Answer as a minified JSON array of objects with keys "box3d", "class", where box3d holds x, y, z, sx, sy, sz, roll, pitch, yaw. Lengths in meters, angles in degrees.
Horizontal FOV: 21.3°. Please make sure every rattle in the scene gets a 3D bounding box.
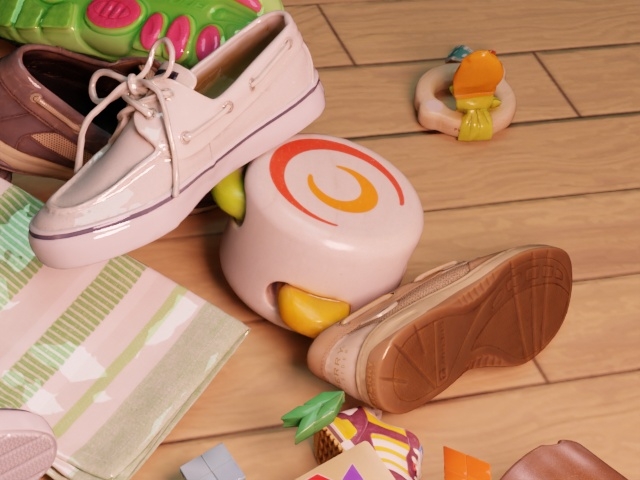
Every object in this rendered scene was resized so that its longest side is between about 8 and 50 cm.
[{"box3d":[0.184,-0.223,2.059,0.130,0.142,0.199,5,42,23],"class":"rattle"}]

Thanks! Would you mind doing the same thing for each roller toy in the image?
[{"box3d":[0.000,0.000,1.733,0.191,0.146,0.209,-17,51,-40],"class":"roller toy"}]

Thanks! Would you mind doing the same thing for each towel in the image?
[{"box3d":[-0.265,0.079,1.600,0.325,0.038,0.248,31,52,10],"class":"towel"}]

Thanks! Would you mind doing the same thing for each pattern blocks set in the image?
[{"box3d":[0.026,0.272,1.440,0.285,0.026,0.324,-21,52,-7],"class":"pattern blocks set"}]

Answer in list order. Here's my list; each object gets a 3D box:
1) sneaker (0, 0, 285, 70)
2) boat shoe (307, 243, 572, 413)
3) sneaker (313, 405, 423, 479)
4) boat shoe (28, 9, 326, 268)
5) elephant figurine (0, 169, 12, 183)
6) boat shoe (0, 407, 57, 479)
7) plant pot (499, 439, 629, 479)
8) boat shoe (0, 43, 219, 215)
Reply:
[{"box3d":[-0.215,-0.231,1.964,0.483,0.202,0.185,25,68,40],"class":"sneaker"},{"box3d":[0.129,0.072,1.695,0.110,0.121,0.341,13,21,40],"class":"boat shoe"},{"box3d":[0.071,0.217,1.547,0.084,0.069,0.185,-20,49,-25],"class":"sneaker"},{"box3d":[-0.147,-0.122,1.637,0.367,0.156,0.136,-35,35,-29],"class":"boat shoe"},{"box3d":[-0.394,-0.087,1.771,0.239,0.186,0.169,13,-5,-13],"class":"elephant figurine"},{"box3d":[-0.373,0.188,1.411,0.302,0.109,0.094,-14,43,-23],"class":"boat shoe"},{"box3d":[0.234,0.269,1.464,0.167,0.167,0.165,-16,38,-29],"class":"plant pot"},{"box3d":[-0.197,-0.116,1.766,0.355,0.130,0.132,9,58,-39],"class":"boat shoe"}]
